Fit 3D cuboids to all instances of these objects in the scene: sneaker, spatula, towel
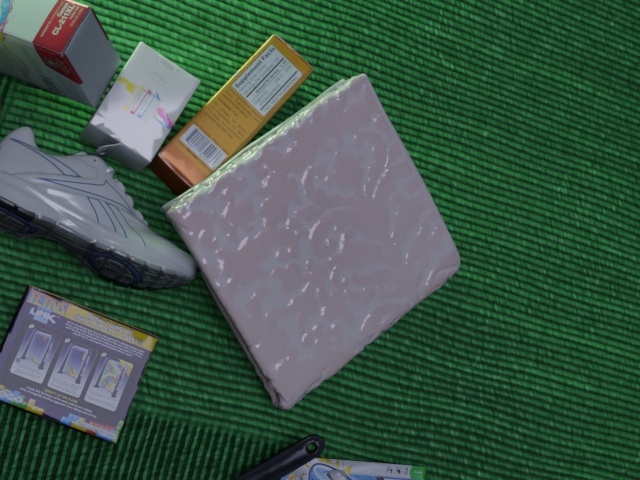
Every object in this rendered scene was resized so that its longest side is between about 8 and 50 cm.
[{"bbox_3d":[-0.274,-0.037,1.349,0.297,0.111,0.129,30,62,-19],"label":"sneaker"},{"bbox_3d":[-0.123,0.322,1.370,0.296,0.030,0.084,-30,92,-13],"label":"spatula"},{"bbox_3d":[0.000,0.000,1.429,0.332,0.053,0.317,-37,110,-21],"label":"towel"}]

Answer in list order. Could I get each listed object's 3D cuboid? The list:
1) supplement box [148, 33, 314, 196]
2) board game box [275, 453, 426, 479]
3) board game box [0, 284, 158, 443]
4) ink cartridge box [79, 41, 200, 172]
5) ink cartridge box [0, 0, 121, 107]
[{"bbox_3d":[-0.114,-0.158,1.437,0.080,0.078,0.233,45,71,-6],"label":"supplement box"},{"bbox_3d":[0.035,0.353,1.439,0.201,0.035,0.136,8,80,-18],"label":"board game box"},{"bbox_3d":[-0.303,0.151,1.343,0.170,0.048,0.141,25,73,-14],"label":"board game box"},{"bbox_3d":[-0.231,-0.156,1.388,0.090,0.092,0.143,32,75,-13],"label":"ink cartridge box"},{"bbox_3d":[-0.341,-0.241,1.307,0.175,0.127,0.072,22,73,14],"label":"ink cartridge box"}]
